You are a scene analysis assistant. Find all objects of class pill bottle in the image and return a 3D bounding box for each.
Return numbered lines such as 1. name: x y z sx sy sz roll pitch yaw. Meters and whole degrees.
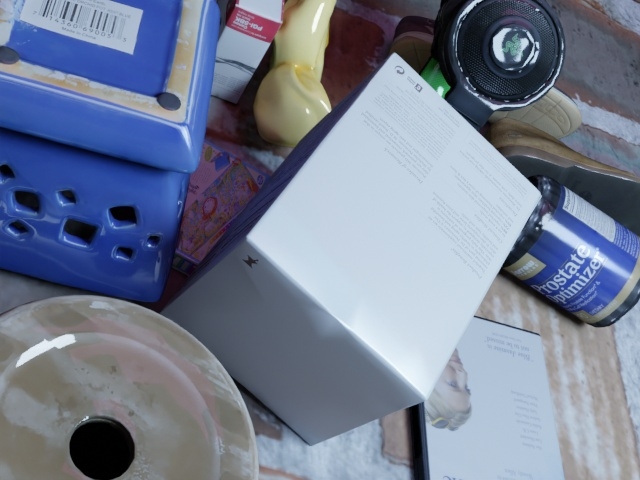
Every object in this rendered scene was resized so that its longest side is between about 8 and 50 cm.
1. pill bottle: 0.274 -0.001 1.188 0.219 0.123 0.123 32 46 -9

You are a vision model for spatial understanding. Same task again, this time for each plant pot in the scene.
1. plant pot: -0.213 -0.115 0.869 0.235 0.212 0.236 15 51 -14
2. plant pot: -0.181 0.184 0.642 0.323 0.280 0.323 17 51 -23

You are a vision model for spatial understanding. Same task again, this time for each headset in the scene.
1. headset: 0.175 -0.248 1.119 0.185 0.394 0.243 34 23 -11

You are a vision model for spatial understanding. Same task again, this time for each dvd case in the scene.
1. dvd case: 0.173 0.190 1.051 0.180 0.022 0.253 17 51 -23

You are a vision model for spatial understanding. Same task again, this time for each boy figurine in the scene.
1. boy figurine: -0.011 -0.232 1.136 0.092 0.177 0.285 14 57 -7

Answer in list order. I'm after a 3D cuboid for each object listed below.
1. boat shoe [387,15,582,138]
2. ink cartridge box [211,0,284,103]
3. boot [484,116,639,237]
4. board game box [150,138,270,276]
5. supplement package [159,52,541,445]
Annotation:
1. boat shoe: 0.224 -0.223 1.337 0.285 0.103 0.092 19 54 -13
2. ink cartridge box: -0.090 -0.236 1.113 0.056 0.135 0.099 17 50 -19
3. boot: 0.350 -0.080 1.317 0.305 0.112 0.115 21 38 -17
4. board game box: -0.119 -0.033 1.018 0.103 0.026 0.154 30 47 -12
5. supplement package: 0.030 0.011 0.927 0.199 0.198 0.263 42 54 -8
